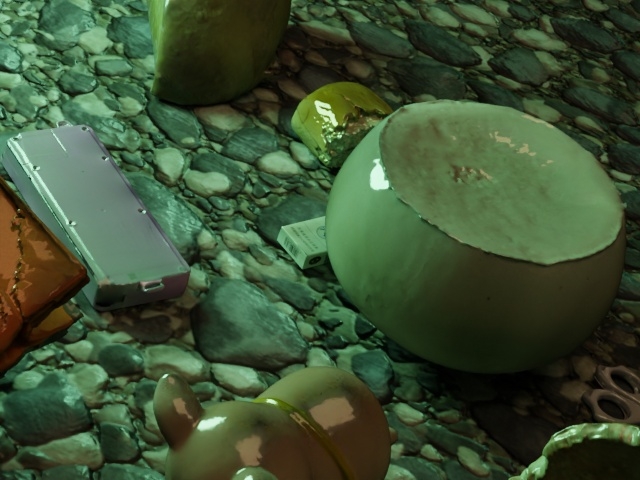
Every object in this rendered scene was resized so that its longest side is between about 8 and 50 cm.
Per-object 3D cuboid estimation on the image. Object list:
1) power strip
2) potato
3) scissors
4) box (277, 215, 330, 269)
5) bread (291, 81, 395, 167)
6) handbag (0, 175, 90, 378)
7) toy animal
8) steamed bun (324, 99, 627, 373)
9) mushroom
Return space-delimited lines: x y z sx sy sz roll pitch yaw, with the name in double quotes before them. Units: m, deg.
"power strip" -0.244 -0.029 1.595 0.109 0.037 0.279 -11 48 -34
"potato" -0.112 -0.312 1.879 0.211 0.189 0.264 9 39 -15
"scissors" 0.377 0.201 1.619 0.189 0.015 0.100 30 40 9
"box" 0.000 0.000 1.683 0.083 0.024 0.054 -14 47 -36
"bread" 0.035 -0.147 1.831 0.125 0.082 0.106 -16 56 -34
"handbag" -0.437 0.053 1.259 0.410 0.116 0.303 -33 72 -31
"toy animal" -0.028 0.196 1.340 0.165 0.149 0.248 27 23 35
"steamed bun" 0.162 0.005 1.599 0.324 0.206 0.324 10 40 -9
"mushroom" 0.273 0.310 1.257 0.208 0.233 0.301 3 38 -8
